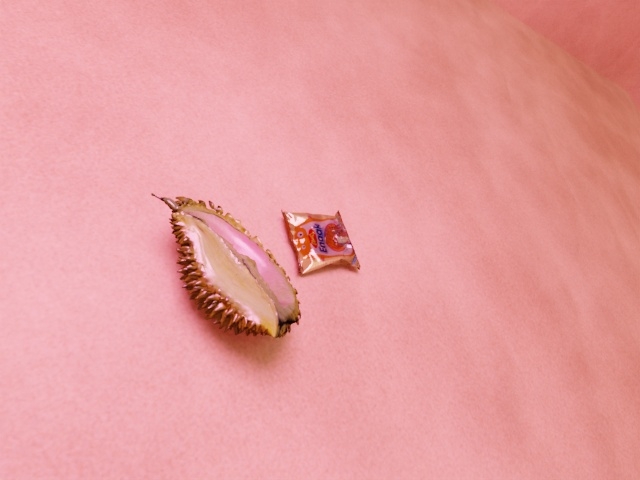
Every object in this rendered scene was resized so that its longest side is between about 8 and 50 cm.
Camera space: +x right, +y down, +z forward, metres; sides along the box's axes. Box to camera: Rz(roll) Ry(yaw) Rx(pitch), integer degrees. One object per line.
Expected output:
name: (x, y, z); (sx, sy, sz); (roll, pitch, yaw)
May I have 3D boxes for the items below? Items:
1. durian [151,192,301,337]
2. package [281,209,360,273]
durian: (-0.118, 0.039, 0.549); (0.221, 0.095, 0.137); (52, 12, 11)
package: (0.002, 0.000, 0.691); (0.120, 0.031, 0.108); (-2, 61, -34)
